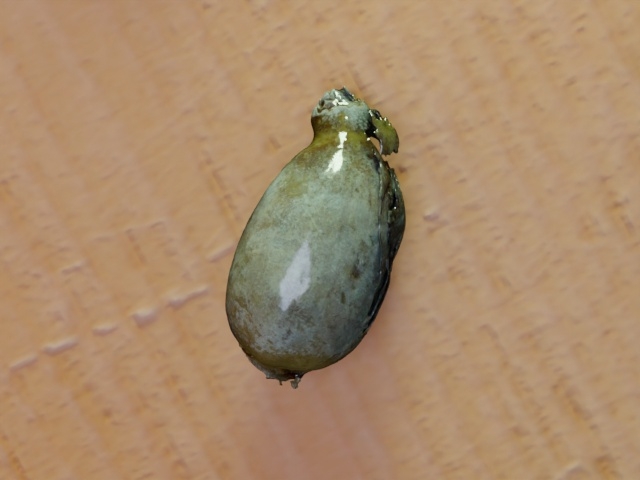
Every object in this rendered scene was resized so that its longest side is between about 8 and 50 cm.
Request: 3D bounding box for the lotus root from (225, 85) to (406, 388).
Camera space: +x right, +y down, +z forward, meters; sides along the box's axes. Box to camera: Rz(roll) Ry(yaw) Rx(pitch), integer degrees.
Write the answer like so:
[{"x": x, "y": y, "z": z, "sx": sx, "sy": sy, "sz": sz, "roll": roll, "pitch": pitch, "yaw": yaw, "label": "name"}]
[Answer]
[{"x": 0.001, "y": 0.001, "z": 0.986, "sx": 0.088, "sy": 0.088, "sz": 0.165, "roll": 21, "pitch": 93, "yaw": 9, "label": "lotus root"}]
